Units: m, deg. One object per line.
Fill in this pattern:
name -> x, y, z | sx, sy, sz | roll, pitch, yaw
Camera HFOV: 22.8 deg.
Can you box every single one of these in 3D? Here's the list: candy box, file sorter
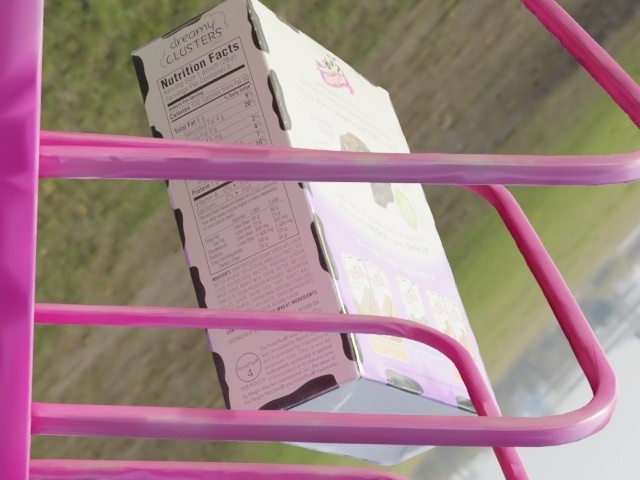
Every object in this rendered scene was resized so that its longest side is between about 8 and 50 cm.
candy box -> 0.000, 0.000, 0.772 | 0.070, 0.196, 0.165 | -26, 157, 20
file sorter -> -0.015, 0.006, 0.474 | 0.202, 0.182, 0.291 | -110, -156, -63
